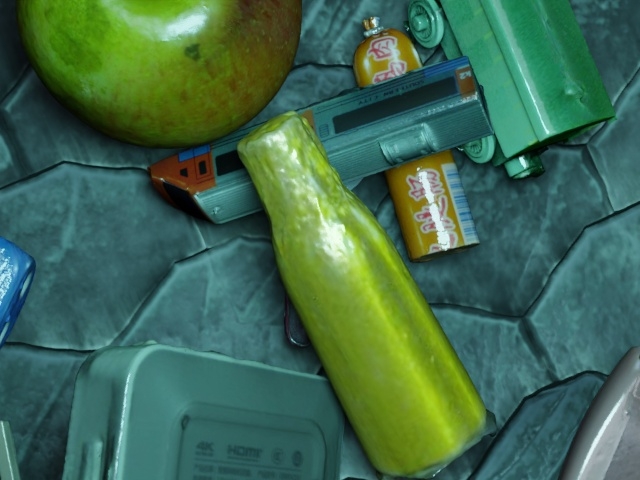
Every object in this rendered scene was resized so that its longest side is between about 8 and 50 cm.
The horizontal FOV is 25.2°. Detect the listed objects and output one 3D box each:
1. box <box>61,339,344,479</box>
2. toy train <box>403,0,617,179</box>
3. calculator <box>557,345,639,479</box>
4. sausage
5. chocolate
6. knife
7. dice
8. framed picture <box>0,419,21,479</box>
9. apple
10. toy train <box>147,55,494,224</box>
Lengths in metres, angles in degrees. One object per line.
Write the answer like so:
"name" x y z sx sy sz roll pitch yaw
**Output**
"box" -0.122 0.321 1.550 0.111 0.396 0.396 0 80 34
"toy train" 0.222 -0.225 1.735 0.120 0.202 0.301 -19 84 -28
"calculator" 0.405 0.312 1.768 0.220 0.048 0.330 24 82 -5
"sausage" 0.109 -0.131 1.770 0.093 0.093 0.312 -16 84 -9
"chocolate" 0.047 0.055 1.642 0.162 0.162 0.445 -30 106 -10
"knife" -0.001 0.001 1.755 0.123 0.053 0.278 15 74 -17
"dice" -0.418 0.055 1.654 0.146 0.143 0.146 22 76 -3
"framed picture" -0.473 0.348 1.608 0.324 0.020 0.240 -12 84 13
"apple" -0.183 -0.276 1.635 0.339 0.339 0.339 1 82 -7
"toy train" -0.003 -0.105 1.683 0.409 0.086 0.089 -18 55 10
